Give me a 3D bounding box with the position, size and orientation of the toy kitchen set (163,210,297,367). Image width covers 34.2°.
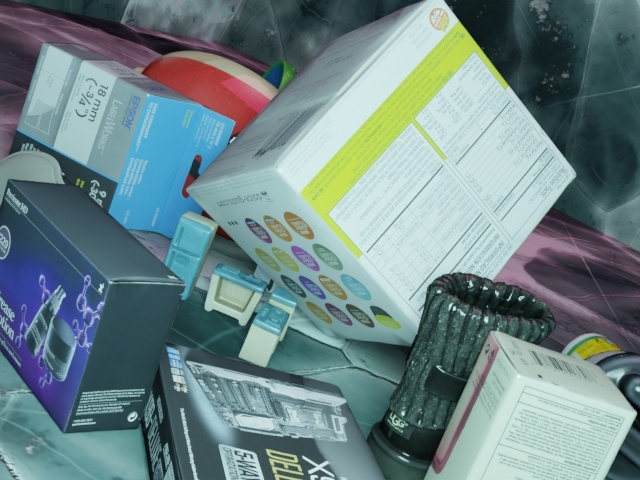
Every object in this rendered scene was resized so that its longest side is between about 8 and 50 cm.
[{"bbox_3d":[-0.137,0.066,1.482,0.207,0.122,0.166,22,15,3],"label":"toy kitchen set"}]

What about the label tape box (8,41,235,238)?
[{"bbox_3d":[-0.340,-0.158,1.734,0.333,0.241,0.106,27,16,18],"label":"label tape box"}]

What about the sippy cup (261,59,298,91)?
[{"bbox_3d":[-0.063,-0.320,2.730,0.224,0.240,0.306,27,51,-22],"label":"sippy cup"}]

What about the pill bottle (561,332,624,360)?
[{"bbox_3d":[0.496,0.250,1.731,0.117,0.118,0.208,14,17,-27],"label":"pill bottle"}]

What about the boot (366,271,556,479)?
[{"bbox_3d":[0.227,0.178,1.338,0.348,0.260,0.131,4,23,-47],"label":"boot"}]

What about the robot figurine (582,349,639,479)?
[{"bbox_3d":[0.408,0.233,1.403,0.209,0.174,0.278,-12,-5,5],"label":"robot figurine"}]

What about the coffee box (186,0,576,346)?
[{"bbox_3d":[0.082,-0.083,1.492,0.334,0.338,0.337,47,-20,-17],"label":"coffee box"}]

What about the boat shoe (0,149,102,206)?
[{"bbox_3d":[-0.402,-0.042,1.557,0.114,0.091,0.302,-34,44,-16],"label":"boat shoe"}]

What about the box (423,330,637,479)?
[{"bbox_3d":[0.224,0.243,1.171,0.148,0.232,0.127,19,15,-11],"label":"box"}]

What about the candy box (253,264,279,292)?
[{"bbox_3d":[0.000,0.000,1.748,0.164,0.196,0.070,12,18,-32],"label":"candy box"}]

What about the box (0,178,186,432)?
[{"bbox_3d":[-0.280,0.067,1.172,0.103,0.184,0.261,7,21,-44],"label":"box"}]

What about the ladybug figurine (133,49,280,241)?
[{"bbox_3d":[-0.177,-0.149,1.835,0.449,0.305,0.162,37,35,7],"label":"ladybug figurine"}]

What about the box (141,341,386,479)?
[{"bbox_3d":[-0.062,0.232,1.112,0.242,0.077,0.307,17,16,-19],"label":"box"}]
